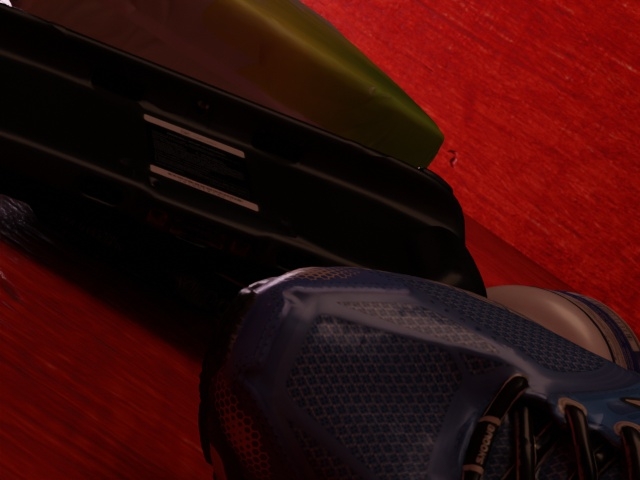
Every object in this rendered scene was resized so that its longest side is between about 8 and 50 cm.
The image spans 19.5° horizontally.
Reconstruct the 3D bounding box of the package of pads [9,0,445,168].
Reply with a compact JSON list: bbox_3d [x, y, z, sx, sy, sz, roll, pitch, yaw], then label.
[{"bbox_3d":[-0.084,-0.142,1.253,0.296,0.101,0.229,32,11,-29],"label":"package of pads"}]

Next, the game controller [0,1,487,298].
[{"bbox_3d":[-0.066,-0.032,0.906,0.319,0.067,0.166,20,27,-15],"label":"game controller"}]

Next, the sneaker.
[{"bbox_3d":[0.118,0.091,0.619,0.330,0.130,0.147,25,-22,-9],"label":"sneaker"}]

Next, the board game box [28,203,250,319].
[{"bbox_3d":[-0.114,-0.024,1.000,0.126,0.026,0.186,31,8,-29],"label":"board game box"}]

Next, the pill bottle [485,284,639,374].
[{"bbox_3d":[0.112,0.080,1.027,0.112,0.112,0.186,37,9,18],"label":"pill bottle"}]
